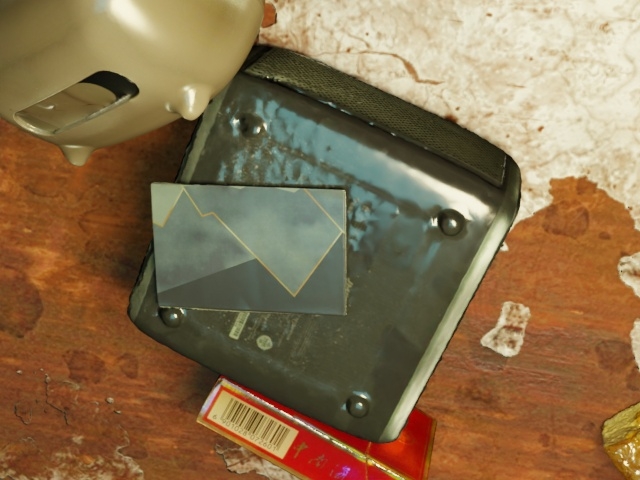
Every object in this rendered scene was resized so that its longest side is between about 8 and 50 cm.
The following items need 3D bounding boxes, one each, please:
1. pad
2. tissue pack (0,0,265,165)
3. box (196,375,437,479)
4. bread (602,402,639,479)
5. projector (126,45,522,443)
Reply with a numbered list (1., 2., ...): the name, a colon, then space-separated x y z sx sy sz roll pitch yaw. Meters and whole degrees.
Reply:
1. pad: -0.087 0.011 1.421 0.243 0.004 0.163 2 107 12
2. tissue pack: -0.256 -0.264 1.384 0.267 0.276 0.387 27 151 -38
3. box: 0.003 0.250 1.637 0.313 0.197 0.089 30 111 -1
4. bread: 0.536 0.338 1.621 0.185 0.114 0.274 -32 103 19
5. projector: 0.000 0.000 1.527 0.405 0.242 0.395 25 113 2
